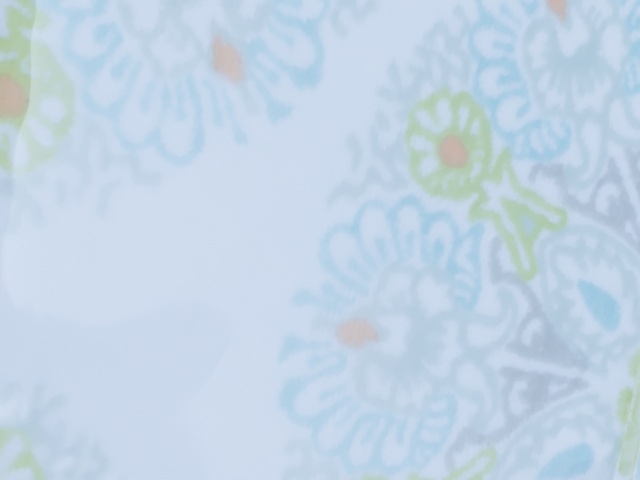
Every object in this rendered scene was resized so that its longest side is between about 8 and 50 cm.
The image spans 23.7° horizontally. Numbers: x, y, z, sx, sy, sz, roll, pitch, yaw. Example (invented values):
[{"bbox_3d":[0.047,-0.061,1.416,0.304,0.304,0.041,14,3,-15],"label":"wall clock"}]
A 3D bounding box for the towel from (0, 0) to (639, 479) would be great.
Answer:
[{"bbox_3d":[0.000,0.000,0.598,0.374,0.321,0.090,11,0,-33],"label":"towel"}]
